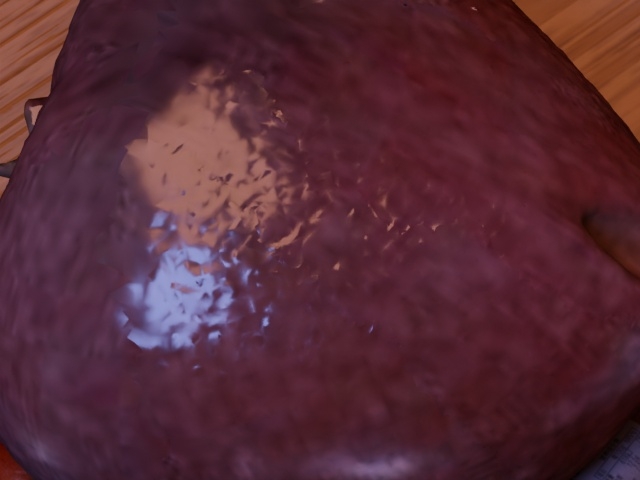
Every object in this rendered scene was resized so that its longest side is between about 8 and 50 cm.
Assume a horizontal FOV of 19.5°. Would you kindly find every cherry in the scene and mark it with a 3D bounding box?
[{"bbox_3d":[0.000,0.000,0.726,0.307,0.221,0.261,11,65,16],"label":"cherry"}]

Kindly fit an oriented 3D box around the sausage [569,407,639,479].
[{"bbox_3d":[0.092,0.116,0.715,0.029,0.029,0.223,30,69,37],"label":"sausage"}]

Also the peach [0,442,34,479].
[{"bbox_3d":[-0.155,0.118,0.772,0.100,0.101,0.101,-12,50,14],"label":"peach"}]
